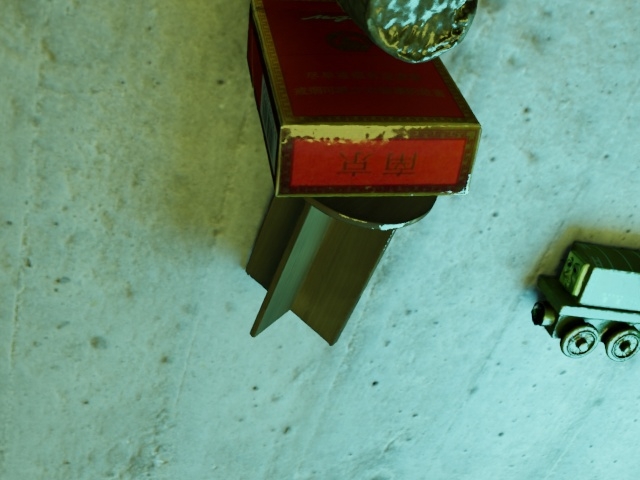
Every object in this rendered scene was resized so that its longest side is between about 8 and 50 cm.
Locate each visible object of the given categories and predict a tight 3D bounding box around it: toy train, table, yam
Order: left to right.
[{"bbox_3d":[0.000,0.000,0.880,0.167,0.167,0.227,8,134,-18],"label":"table"},{"bbox_3d":[0.048,-0.208,0.653,0.093,0.259,0.093,-5,119,-9],"label":"yam"},{"bbox_3d":[0.373,0.073,1.048,0.225,0.090,0.137,6,119,-16],"label":"toy train"}]

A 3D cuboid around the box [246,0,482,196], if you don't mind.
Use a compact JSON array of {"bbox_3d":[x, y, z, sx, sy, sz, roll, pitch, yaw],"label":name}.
[{"bbox_3d":[0.024,-0.127,0.715,0.153,0.240,0.074,-4,128,-8],"label":"box"}]
